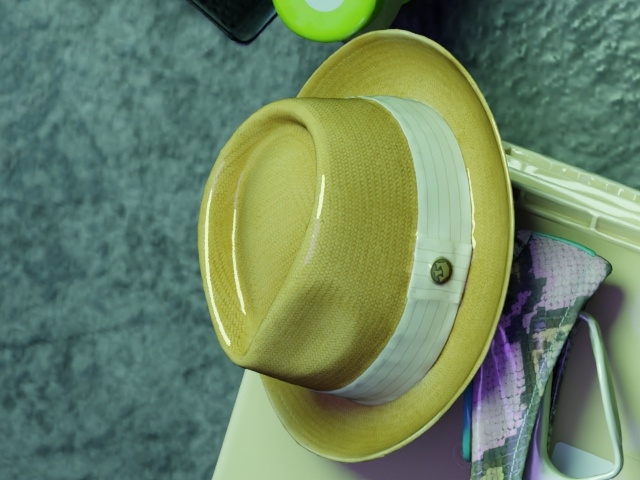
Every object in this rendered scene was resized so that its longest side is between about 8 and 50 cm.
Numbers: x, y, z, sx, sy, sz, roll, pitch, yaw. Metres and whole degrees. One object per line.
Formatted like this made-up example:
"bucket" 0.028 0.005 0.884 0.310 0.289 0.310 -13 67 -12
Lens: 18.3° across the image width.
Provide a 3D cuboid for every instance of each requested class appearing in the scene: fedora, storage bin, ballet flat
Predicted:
"fedora" 0.000 0.000 0.866 0.194 0.079 0.194 -12 75 51
"storage bin" 0.092 0.096 0.970 0.260 0.123 0.262 22 101 23
"ballet flat" 0.091 0.107 0.866 0.079 0.077 0.221 8 93 13

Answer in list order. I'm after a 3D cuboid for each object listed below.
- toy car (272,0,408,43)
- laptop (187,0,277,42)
"toy car" -0.034 -0.189 0.971 0.188 0.155 0.149 19 108 9
"laptop" -0.064 -0.404 1.079 0.382 0.236 0.408 -45 46 20
